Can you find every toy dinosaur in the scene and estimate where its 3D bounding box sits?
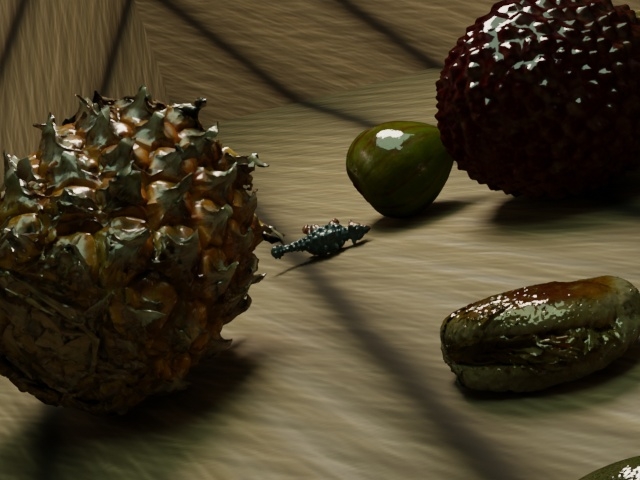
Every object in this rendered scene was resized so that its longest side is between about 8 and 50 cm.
[{"bbox_3d":[0.000,0.000,1.609,0.154,0.049,0.055,-16,16,-10],"label":"toy dinosaur"}]

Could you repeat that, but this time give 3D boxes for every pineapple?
[{"bbox_3d":[-0.235,0.018,1.229,0.352,0.352,0.300,-12,28,25],"label":"pineapple"}]

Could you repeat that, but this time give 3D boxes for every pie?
[{"bbox_3d":[0.198,0.077,1.002,0.193,0.079,0.163,-14,9,25],"label":"pie"}]

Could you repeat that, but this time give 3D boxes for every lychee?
[{"bbox_3d":[0.310,-0.193,1.479,0.330,0.306,0.306,23,37,32],"label":"lychee"}]

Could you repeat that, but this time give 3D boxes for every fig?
[{"bbox_3d":[0.166,-0.143,1.655,0.259,0.151,0.151,-35,13,5],"label":"fig"}]

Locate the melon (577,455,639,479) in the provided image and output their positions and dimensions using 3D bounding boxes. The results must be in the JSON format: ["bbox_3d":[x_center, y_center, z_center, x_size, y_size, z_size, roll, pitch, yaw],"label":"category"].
[{"bbox_3d":[0.196,0.167,0.607,0.162,0.099,0.099,-12,15,37],"label":"melon"}]

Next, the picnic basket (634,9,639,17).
[{"bbox_3d":[0.523,-0.272,1.735,0.312,0.175,0.228,-14,13,0],"label":"picnic basket"}]
